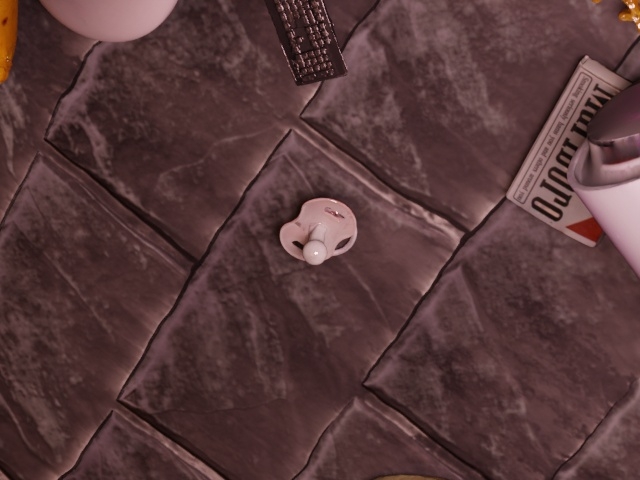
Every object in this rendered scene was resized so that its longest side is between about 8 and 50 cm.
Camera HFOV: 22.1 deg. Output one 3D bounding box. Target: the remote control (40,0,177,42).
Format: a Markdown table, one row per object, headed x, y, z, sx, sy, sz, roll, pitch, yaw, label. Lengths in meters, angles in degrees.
| x | y | z | sx | sy | sz | roll | pitch | yaw | label |
| --- | --- | --- | --- | --- | --- | --- | --- | --- | --- |
| -0.271 | -0.375 | 1.802 | 0.221 | 0.103 | 0.332 | -20 | 103 | 36 | remote control |

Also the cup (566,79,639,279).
| x | y | z | sx | sy | sz | roll | pitch | yaw | label |
| --- | --- | --- | --- | --- | --- | --- | --- | --- | --- |
| 0.430 | -0.005 | 1.560 | 0.253 | 0.253 | 0.371 | -28 | 108 | 33 | cup |

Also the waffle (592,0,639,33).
| x | y | z | sx | sy | sz | roll | pitch | yaw | label |
| --- | --- | --- | --- | --- | --- | --- | --- | --- | --- |
| 0.348 | -0.307 | 1.576 | 0.232 | 0.051 | 0.228 | 31 | 123 | 10 | waffle |

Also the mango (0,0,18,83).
| x | y | z | sx | sy | sz | roll | pitch | yaw | label |
| --- | --- | --- | --- | --- | --- | --- | --- | --- | --- |
| -0.432 | -0.273 | 1.878 | 0.290 | 0.160 | 0.191 | -47 | 58 | 50 | mango |

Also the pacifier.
| x | y | z | sx | sy | sz | roll | pitch | yaw | label |
| --- | --- | --- | --- | --- | --- | --- | --- | --- | --- |
| 0.000 | 0.000 | 1.872 | 0.081 | 0.078 | 0.099 | 31 | 125 | -17 | pacifier |

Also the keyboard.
| x | y | z | sx | sy | sz | roll | pitch | yaw | label |
| --- | --- | --- | --- | --- | --- | --- | --- | --- | --- |
| -0.032 | -0.265 | 1.796 | 0.074 | 0.015 | 0.196 | -11 | 108 | 30 | keyboard |

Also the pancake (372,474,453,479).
| x | y | z | sx | sy | sz | roll | pitch | yaw | label |
| --- | --- | --- | --- | --- | --- | --- | --- | --- | --- |
| 0.154 | 0.418 | 2.014 | 0.295 | 0.049 | 0.294 | 9 | 114 | 22 | pancake |

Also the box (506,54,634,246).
| x | y | z | sx | sy | sz | roll | pitch | yaw | label |
| --- | --- | --- | --- | --- | --- | --- | --- | --- | --- |
| 0.283 | -0.091 | 1.718 | 0.115 | 0.036 | 0.177 | 31 | 122 | 8 | box |
